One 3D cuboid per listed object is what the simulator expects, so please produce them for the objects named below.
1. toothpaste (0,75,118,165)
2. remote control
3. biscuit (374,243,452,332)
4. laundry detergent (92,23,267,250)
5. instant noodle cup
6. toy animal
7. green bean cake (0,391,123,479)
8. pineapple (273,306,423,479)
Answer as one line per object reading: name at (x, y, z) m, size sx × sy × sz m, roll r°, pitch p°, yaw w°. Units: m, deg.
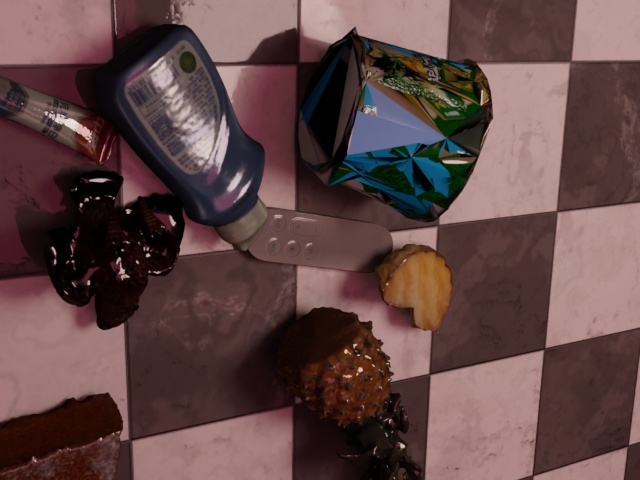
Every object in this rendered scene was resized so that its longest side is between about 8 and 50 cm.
toothpaste at (-0.344, -0.156, 0.964) m, size 0.239 × 0.039 × 0.062 m, roll 23°, pitch 85°, yaw -34°
remote control at (0.000, 0.000, 1.209) m, size 0.244 × 0.022 × 0.077 m, roll 8°, pitch 100°, yaw -31°
biscuit at (0.141, 0.065, 1.275) m, size 0.183 × 0.061 × 0.118 m, roll 39°, pitch 75°, yaw -46°
laundry detergent at (-0.153, -0.116, 1.055) m, size 0.143 × 0.094 × 0.290 m, roll -46°, pitch 124°, yaw -25°
instant noodle cup at (0.085, -0.155, 1.110) m, size 0.178 × 0.240 × 0.240 m, roll 14°, pitch 96°, yaw -24°
toy animal at (-0.259, 0.015, 1.041) m, size 0.218 × 0.116 × 0.180 m, roll -29°, pitch 149°, yaw -50°
green bean cake at (-0.370, 0.299, 1.036) m, size 0.232 × 0.097 × 0.199 m, roll 0°, pitch 104°, yaw -30°
pineapple at (0.068, 0.265, 1.240) m, size 0.165 × 0.165 × 0.365 m, roll -37°, pitch 119°, yaw -16°
